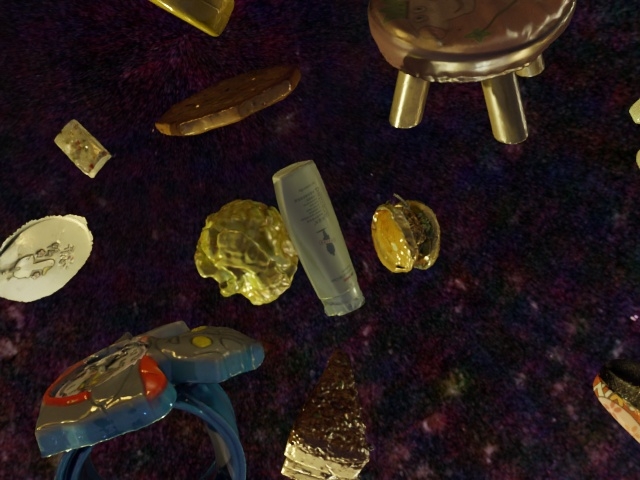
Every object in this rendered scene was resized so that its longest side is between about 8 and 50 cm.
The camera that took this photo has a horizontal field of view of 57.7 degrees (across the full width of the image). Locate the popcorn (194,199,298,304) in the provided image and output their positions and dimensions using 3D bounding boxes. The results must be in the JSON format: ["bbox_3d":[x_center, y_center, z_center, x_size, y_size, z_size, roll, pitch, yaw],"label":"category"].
[{"bbox_3d":[-0.182,0.034,1.504,0.246,0.282,0.282,-29,116,27],"label":"popcorn"}]

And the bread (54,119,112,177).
[{"bbox_3d":[-0.519,-0.202,1.265,0.068,0.153,0.028,-50,154,2],"label":"bread"}]

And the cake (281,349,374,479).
[{"bbox_3d":[-0.007,0.293,1.003,0.134,0.246,0.112,12,125,-19],"label":"cake"}]

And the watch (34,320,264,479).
[{"bbox_3d":[-0.201,0.265,0.799,0.305,0.241,0.275,-19,103,-8],"label":"watch"}]

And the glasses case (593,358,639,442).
[{"bbox_3d":[0.357,0.191,0.493,0.103,0.267,0.067,8,112,-32],"label":"glasses case"}]

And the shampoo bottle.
[{"bbox_3d":[0.000,0.000,0.773,0.072,0.049,0.213,-36,112,-29],"label":"shampoo bottle"}]

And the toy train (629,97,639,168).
[{"bbox_3d":[0.312,-0.071,0.282,0.150,0.222,0.304,6,146,-18],"label":"toy train"}]

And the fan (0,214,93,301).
[{"bbox_3d":[-0.662,0.064,1.222,0.414,0.012,0.233,-22,140,-50],"label":"fan"}]

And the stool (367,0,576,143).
[{"bbox_3d":[0.209,-0.276,0.822,0.271,0.272,0.179,-24,141,-4],"label":"stool"}]

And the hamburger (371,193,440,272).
[{"bbox_3d":[0.198,-0.019,1.324,0.113,0.177,0.186,-13,97,-17],"label":"hamburger"}]

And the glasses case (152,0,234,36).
[{"bbox_3d":[-0.384,-0.644,1.401,0.371,0.173,0.141,30,102,6],"label":"glasses case"}]

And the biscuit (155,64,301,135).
[{"bbox_3d":[-0.210,-0.326,1.346,0.358,0.359,0.046,-24,118,-4],"label":"biscuit"}]
